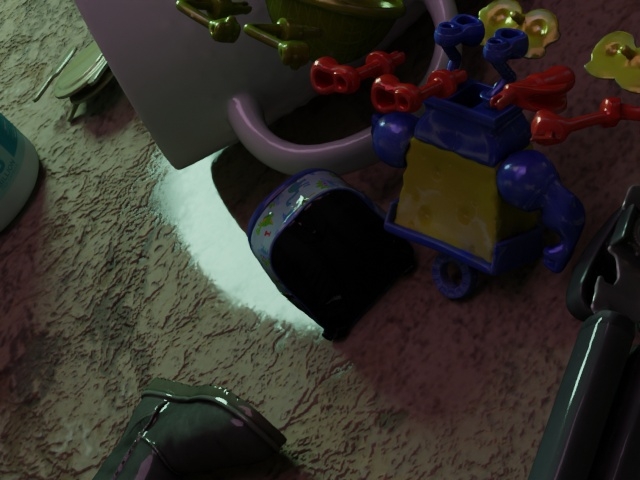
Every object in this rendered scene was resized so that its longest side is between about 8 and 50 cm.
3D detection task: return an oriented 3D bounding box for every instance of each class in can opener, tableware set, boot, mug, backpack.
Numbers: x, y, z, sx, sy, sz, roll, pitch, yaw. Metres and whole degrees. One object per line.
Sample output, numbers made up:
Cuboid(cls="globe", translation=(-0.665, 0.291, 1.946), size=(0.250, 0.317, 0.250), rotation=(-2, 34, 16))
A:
Cuboid(cls="can opener", translation=(0.194, 0.089, 1.191), size=(0.283, 0.076, 0.095), rotation=(-66, 11, -25))
Cuboid(cls="tableware set", translation=(-0.204, -0.209, 1.822), size=(0.128, 0.039, 0.194), rotation=(-7, 44, 52))
Cuboid(cls="boot", translation=(-0.135, 0.209, 1.347), size=(0.208, 0.076, 0.190), rotation=(-53, 24, -22))
Cuboid(cls="mug", translation=(-0.025, -0.219, 1.515), size=(0.328, 0.276, 0.374), rotation=(-28, 63, 1))
Cuboid(cls="backpack", translation=(0.000, 0.000, 1.387), size=(0.105, 0.114, 0.084), rotation=(-45, 38, 0))

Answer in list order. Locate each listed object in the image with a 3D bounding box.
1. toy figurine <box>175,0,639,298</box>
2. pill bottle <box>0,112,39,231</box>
Cuboid(cls="toy figurine", translation=(0.070, -0.055, 1.299), size=(0.363, 0.217, 0.191), rotation=(22, 35, 33))
Cuboid(cls="pill bottle", translation=(-0.410, -0.116, 1.733), size=(0.146, 0.264, 0.146), rotation=(-24, 43, 24))
